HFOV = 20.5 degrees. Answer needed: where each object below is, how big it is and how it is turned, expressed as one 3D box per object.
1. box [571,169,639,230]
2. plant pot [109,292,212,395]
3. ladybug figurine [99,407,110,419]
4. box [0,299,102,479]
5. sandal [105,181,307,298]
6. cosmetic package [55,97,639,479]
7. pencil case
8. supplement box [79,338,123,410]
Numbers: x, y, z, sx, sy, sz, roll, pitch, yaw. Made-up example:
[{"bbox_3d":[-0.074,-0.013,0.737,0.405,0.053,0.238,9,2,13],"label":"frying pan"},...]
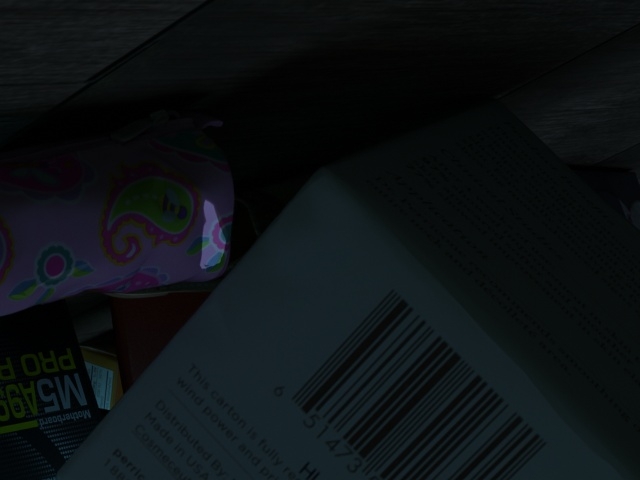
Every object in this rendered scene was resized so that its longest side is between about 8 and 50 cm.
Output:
[{"bbox_3d":[0.293,0.016,2.036,0.142,0.163,0.247,-23,171,27],"label":"box"},{"bbox_3d":[-0.054,0.163,1.747,0.267,0.235,0.267,-1,173,7],"label":"plant pot"},{"bbox_3d":[-0.370,0.244,1.740,0.449,0.162,0.305,3,178,-21],"label":"ladybug figurine"},{"bbox_3d":[-0.288,0.130,1.373,0.060,0.216,0.270,-26,168,34],"label":"box"},{"bbox_3d":[-0.071,0.001,1.454,0.240,0.088,0.079,-11,175,-15],"label":"sandal"},{"bbox_3d":[0.089,0.135,1.325,0.327,0.329,0.394,-50,169,24],"label":"cosmetic package"},{"bbox_3d":[-0.184,-0.011,1.087,0.284,0.124,0.124,-13,169,-38],"label":"pencil case"},{"bbox_3d":[-0.242,0.234,2.039,0.080,0.233,0.078,17,-167,36],"label":"supplement box"}]
